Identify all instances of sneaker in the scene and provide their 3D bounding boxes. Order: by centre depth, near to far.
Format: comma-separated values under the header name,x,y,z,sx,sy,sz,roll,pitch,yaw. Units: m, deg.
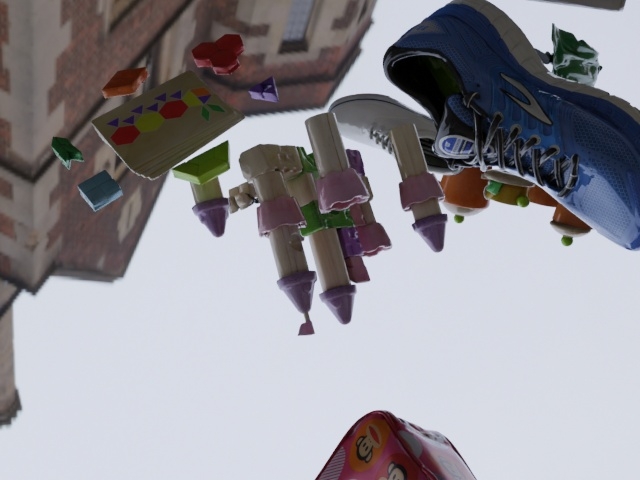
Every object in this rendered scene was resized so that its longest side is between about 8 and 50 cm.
name,x,y,z,sx,sy,sz,roll,pitch,yaw
sneaker,0.183,-0.095,0.953,0.147,0.130,0.330,-29,-122,-29
sneaker,0.130,-0.178,1.685,0.258,0.094,0.091,14,-148,8

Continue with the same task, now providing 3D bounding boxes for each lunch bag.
name,x,y,z,sx,sy,sz,roll,pitch,yaw
lunch bag,0.075,0.352,1.070,0.120,0.258,0.293,28,-168,-31

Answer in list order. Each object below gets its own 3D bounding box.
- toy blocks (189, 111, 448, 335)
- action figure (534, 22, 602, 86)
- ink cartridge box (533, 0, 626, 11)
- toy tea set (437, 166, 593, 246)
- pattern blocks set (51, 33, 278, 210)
name,x,y,z,sx,sy,sz,roll,pitch,yaw
toy blocks,0.000,0.000,1.425,0.288,0.309,0.260,-4,-104,-56
action figure,0.386,-0.264,1.568,0.063,0.137,0.232,17,-163,33
ink cartridge box,0.182,-0.331,1.079,0.289,0.122,0.211,9,-160,6
toy tea set,0.327,-0.060,1.699,0.200,0.124,0.336,6,-166,-17
pattern blocks set,-0.215,-0.168,1.429,0.324,0.026,0.285,-24,-132,-12
